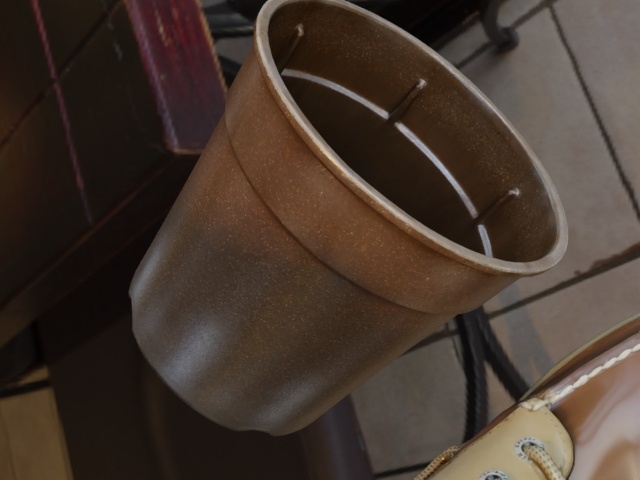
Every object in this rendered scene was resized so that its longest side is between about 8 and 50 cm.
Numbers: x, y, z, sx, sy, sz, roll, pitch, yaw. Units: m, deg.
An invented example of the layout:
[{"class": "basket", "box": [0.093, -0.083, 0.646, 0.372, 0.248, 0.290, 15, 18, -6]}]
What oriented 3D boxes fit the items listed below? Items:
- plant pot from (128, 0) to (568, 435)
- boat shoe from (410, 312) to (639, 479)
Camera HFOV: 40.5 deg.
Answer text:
[{"class": "plant pot", "box": [0.000, 0.000, 0.419, 0.165, 0.167, 0.167, -50, 59, 33]}, {"class": "boat shoe", "box": [0.075, 0.138, 0.341, 0.324, 0.120, 0.122, -43, 68, 8]}]
